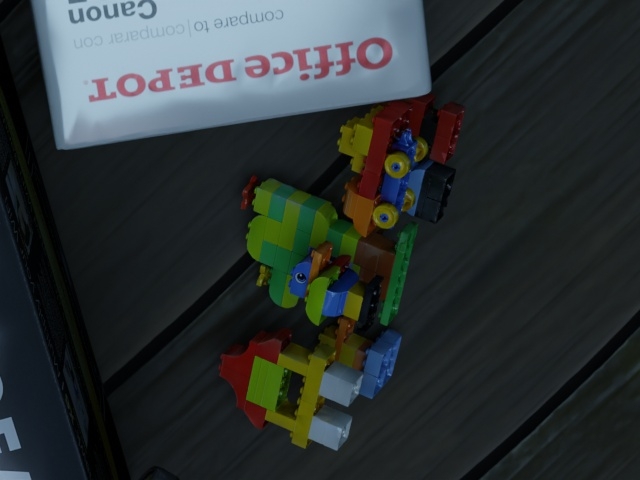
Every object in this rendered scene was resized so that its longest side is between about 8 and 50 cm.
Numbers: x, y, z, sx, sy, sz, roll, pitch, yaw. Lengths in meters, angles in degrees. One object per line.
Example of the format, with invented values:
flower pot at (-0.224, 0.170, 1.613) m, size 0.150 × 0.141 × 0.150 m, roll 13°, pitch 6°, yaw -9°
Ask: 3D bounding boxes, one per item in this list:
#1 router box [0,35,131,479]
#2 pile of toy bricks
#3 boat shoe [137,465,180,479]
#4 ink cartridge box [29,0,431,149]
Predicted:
router box at (-0.170, 0.045, 0.938) m, size 0.081 × 0.243 × 0.309 m, roll -15°, pitch 105°, yaw -3°
pile of toy bricks at (0.000, 0.000, 1.033) m, size 0.105 × 0.118 × 0.212 m, roll 22°, pitch 120°, yaw 16°
boat shoe at (-0.115, 0.162, 0.825) m, size 0.152 × 0.056 × 0.049 m, roll -41°, pitch 101°, yaw -6°
ink cartridge box at (-0.060, -0.204, 0.950) m, size 0.207 × 0.117 × 0.283 m, roll -9°, pitch 105°, yaw -5°
